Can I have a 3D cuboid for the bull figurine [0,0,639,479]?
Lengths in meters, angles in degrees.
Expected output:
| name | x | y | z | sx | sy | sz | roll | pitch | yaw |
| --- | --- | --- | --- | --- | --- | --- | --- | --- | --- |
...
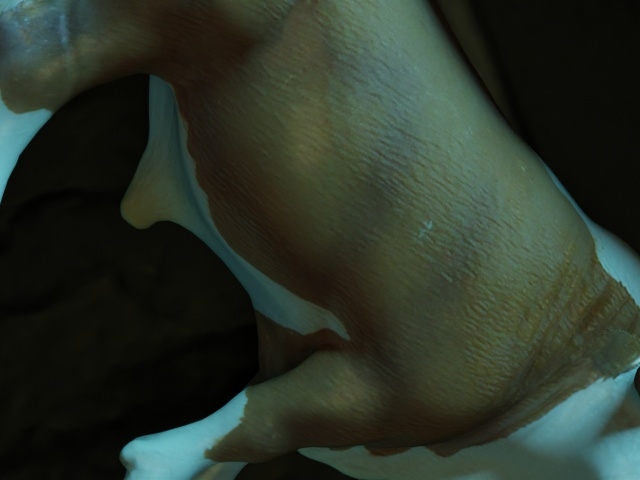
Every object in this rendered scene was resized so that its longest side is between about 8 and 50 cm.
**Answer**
| name | x | y | z | sx | sy | sz | roll | pitch | yaw |
| --- | --- | --- | --- | --- | --- | --- | --- | --- | --- |
| bull figurine | 0.000 | 0.000 | 0.586 | 0.188 | 0.101 | 0.310 | -31 | 101 | 1 |
